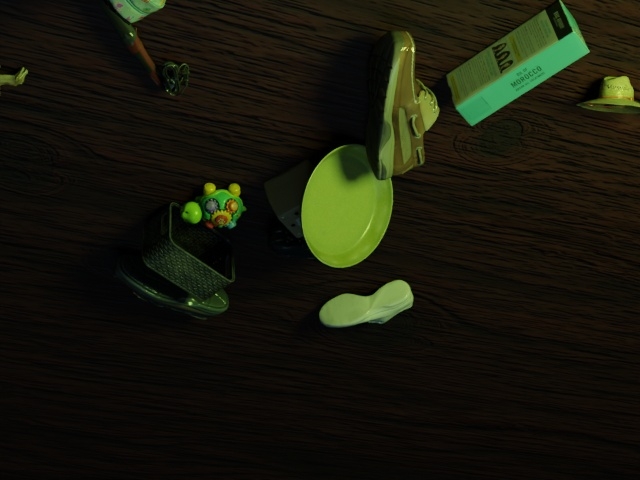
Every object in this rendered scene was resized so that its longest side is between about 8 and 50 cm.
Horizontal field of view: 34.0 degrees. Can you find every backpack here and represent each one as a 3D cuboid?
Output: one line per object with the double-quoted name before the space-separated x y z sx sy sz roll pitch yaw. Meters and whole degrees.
"backpack" -0.288 -0.423 1.615 0.115 0.182 0.152 -30 130 22

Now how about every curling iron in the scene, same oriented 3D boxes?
"curling iron" -0.312 -0.350 1.789 0.068 0.035 0.274 -27 132 14

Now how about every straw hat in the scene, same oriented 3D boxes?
"straw hat" 0.549 -0.275 1.943 0.144 0.144 0.061 5 92 -11

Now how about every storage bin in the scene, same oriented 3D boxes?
"storage bin" -0.265 0.024 2.106 0.084 0.122 0.180 -35 129 26

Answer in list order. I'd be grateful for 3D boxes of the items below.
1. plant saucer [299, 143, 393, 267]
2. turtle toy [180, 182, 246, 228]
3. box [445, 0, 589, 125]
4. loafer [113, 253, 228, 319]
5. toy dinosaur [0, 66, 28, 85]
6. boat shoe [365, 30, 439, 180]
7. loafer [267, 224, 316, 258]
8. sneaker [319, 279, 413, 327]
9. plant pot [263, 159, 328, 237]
"plant saucer" 0.043 -0.068 2.023 0.037 0.241 0.241 14 155 46
"turtle toy" -0.211 -0.060 2.068 0.130 0.066 0.095 1 135 -8
"box" 0.345 -0.313 1.858 0.244 0.100 0.060 -31 131 23
"loafer" -0.325 0.112 2.212 0.267 0.096 0.084 23 134 -29
"toy dinosaur" -0.605 -0.271 1.821 0.183 0.053 0.092 -17 136 10
"boat shoe" 0.151 -0.247 1.899 0.116 0.123 0.324 -8 142 -8
"loafer" 0.000 0.000 2.158 0.223 0.076 0.078 1 165 -14
"sneaker" 0.106 0.160 2.326 0.212 0.080 0.094 -16 146 7
"plant pot" -0.038 -0.072 2.055 0.109 0.096 0.109 -27 131 19
